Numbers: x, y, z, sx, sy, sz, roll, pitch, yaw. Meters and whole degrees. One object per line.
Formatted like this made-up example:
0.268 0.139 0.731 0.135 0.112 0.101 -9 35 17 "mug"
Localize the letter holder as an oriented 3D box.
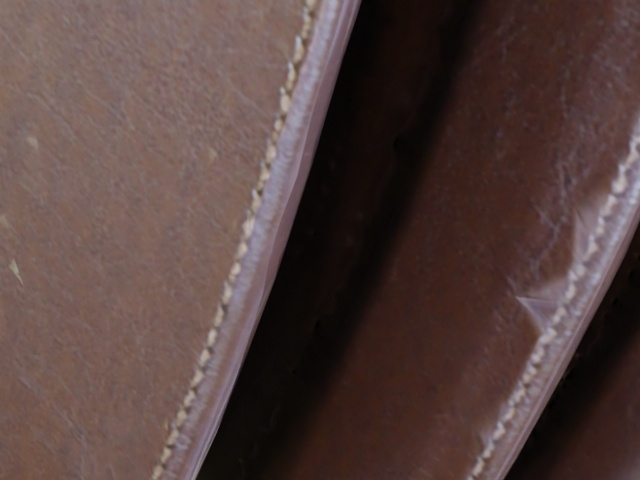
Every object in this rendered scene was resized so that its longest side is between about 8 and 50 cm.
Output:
0.000 0.000 0.432 0.152 0.214 0.302 -28 150 -47 "letter holder"
